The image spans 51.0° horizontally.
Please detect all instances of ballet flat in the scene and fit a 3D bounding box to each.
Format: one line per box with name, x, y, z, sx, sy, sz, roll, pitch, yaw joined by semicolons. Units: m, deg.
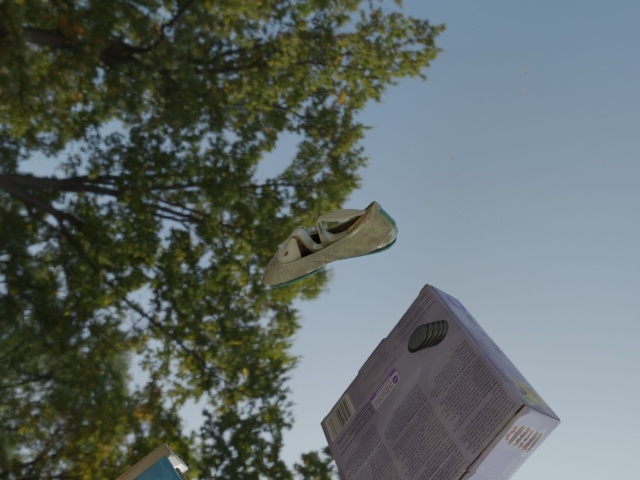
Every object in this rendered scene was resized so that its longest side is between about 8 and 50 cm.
ballet flat;0.000;0.000;0.686;0.168;0.057;0.052;-21;-63;29

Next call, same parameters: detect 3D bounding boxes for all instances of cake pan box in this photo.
cake pan box;0.119;0.221;0.801;0.266;0.070;0.245;-55;-154;12

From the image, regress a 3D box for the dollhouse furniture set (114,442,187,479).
dollhouse furniture set;-0.091;0.199;0.320;0.129;0.129;0.183;-36;-120;-15
